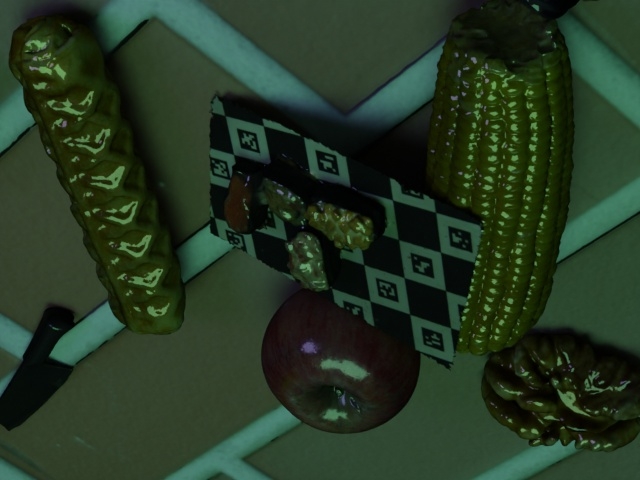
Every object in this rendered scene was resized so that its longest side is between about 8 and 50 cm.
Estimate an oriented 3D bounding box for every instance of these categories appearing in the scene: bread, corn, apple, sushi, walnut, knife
[{"bbox_3d":[-0.194,-0.050,1.469,0.077,0.084,0.367,-30,133,-17],"label":"bread"},{"bbox_3d":[0.147,-0.045,1.381,0.131,0.131,0.344,5,135,5],"label":"corn"},{"bbox_3d":[0.020,0.107,1.559,0.153,0.120,0.153,7,139,6],"label":"apple"},{"bbox_3d":[0.000,0.000,1.423,0.279,0.043,0.192,29,140,20],"label":"sushi"},{"bbox_3d":[0.243,0.158,1.610,0.170,0.069,0.143,11,137,3],"label":"walnut"},{"bbox_3d":[-0.299,0.145,1.723,0.060,0.028,0.230,14,138,-22],"label":"knife"}]

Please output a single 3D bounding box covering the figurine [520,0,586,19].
[{"bbox_3d":[0.234,-0.295,1.097,0.332,0.185,0.204,-20,106,47],"label":"figurine"}]
